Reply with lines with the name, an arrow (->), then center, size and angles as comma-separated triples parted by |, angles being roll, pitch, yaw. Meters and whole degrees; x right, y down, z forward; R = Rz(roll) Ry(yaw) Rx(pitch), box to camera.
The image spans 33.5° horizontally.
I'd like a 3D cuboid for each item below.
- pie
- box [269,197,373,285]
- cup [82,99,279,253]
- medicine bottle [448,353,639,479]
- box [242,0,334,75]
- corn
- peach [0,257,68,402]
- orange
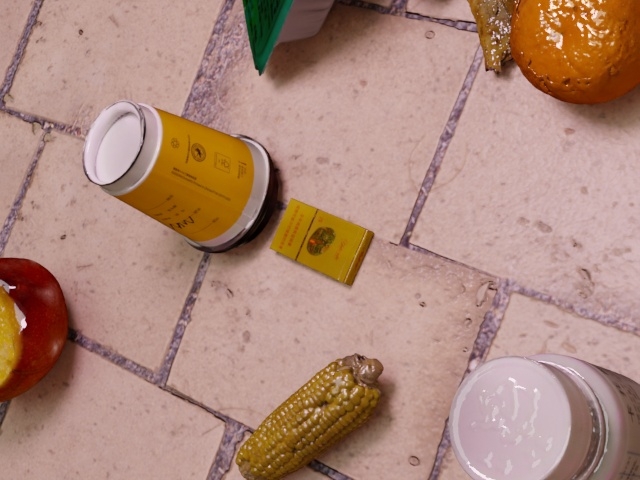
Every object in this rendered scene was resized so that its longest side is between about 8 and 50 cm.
pie -> 0.250, -0.310, 1.485 | 0.092, 0.034, 0.169 | -24, 58, 29
box -> 0.000, 0.000, 1.572 | 0.155, 0.023, 0.086 | 24, 88, 37
cup -> -0.208, -0.099, 1.590 | 0.196, 0.280, 0.196 | -15, 65, 36
medicine bottle -> 0.264, 0.212, 1.162 | 0.170, 0.293, 0.170 | -11, 71, 34
box -> -0.033, -0.433, 1.601 | 0.336, 0.106, 0.264 | 126, 137, -60
corn -> -0.013, 0.249, 1.464 | 0.262, 0.097, 0.097 | -42, 57, 19
peach -> -0.537, 0.133, 1.769 | 0.275, 0.248, 0.245 | -23, 25, 34
orange -> 0.336, -0.264, 1.335 | 0.193, 0.161, 0.193 | -1, 89, 33
